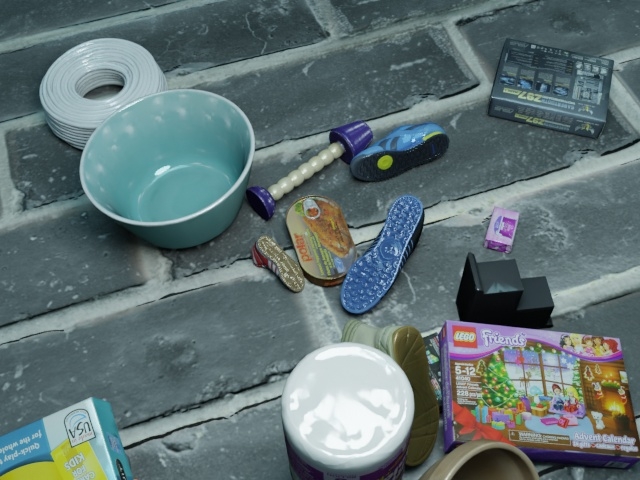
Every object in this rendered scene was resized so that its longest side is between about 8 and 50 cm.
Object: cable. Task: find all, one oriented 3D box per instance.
[{"bbox_3d":[-0.441,-0.301,1.625,0.257,0.089,0.257,-38,63,-22],"label":"cable"}]

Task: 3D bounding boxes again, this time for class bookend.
[{"bbox_3d":[0.313,0.084,1.302,0.156,0.157,0.072,-6,56,-2],"label":"bookend"}]

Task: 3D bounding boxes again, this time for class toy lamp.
[{"bbox_3d":[-0.013,-0.140,1.514,0.274,0.080,0.080,-38,63,-19],"label":"toy lamp"}]

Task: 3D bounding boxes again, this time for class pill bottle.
[{"bbox_3d":[0.037,0.279,1.085,0.169,0.302,0.169,-1,55,2],"label":"pill bottle"}]

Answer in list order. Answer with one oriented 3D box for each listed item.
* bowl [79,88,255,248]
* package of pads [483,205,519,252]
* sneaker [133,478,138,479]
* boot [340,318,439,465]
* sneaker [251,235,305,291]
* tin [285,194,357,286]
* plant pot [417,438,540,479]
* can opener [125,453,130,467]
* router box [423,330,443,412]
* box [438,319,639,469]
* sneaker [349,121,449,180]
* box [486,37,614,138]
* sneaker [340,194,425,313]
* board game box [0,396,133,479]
[{"bbox_3d":[-0.258,-0.109,1.437,0.311,0.163,0.312,-4,56,5],"label":"bowl"},{"bbox_3d":[0.332,-0.020,1.448,0.050,0.032,0.083,15,57,13],"label":"package of pads"},{"bbox_3d":[-0.209,0.401,1.142,0.208,0.081,0.094,15,55,12],"label":"sneaker"},{"bbox_3d":[0.101,0.231,1.235,0.077,0.165,0.213,-11,96,-31],"label":"boot"},{"bbox_3d":[-0.078,0.046,1.413,0.042,0.067,0.118,-40,93,-25],"label":"sneaker"},{"bbox_3d":[0.000,0.000,1.441,0.106,0.040,0.190,-11,56,-11],"label":"tin"},{"bbox_3d":[0.193,0.388,1.094,0.237,0.237,0.109,-48,27,-26],"label":"plant pot"},{"bbox_3d":[-0.429,0.379,1.183,0.283,0.076,0.095,-4,88,-2],"label":"can opener"},{"bbox_3d":[0.174,0.219,1.283,0.092,0.038,0.122,-19,58,-11],"label":"router box"},{"bbox_3d":[0.333,0.237,1.229,0.293,0.057,0.201,6,55,-6],"label":"box"},{"bbox_3d":[0.145,-0.179,1.547,0.209,0.069,0.082,-21,43,-12],"label":"sneaker"},{"bbox_3d":[0.475,-0.316,1.632,0.232,0.059,0.183,14,57,10],"label":"box"},{"bbox_3d":[0.117,0.033,1.396,0.081,0.090,0.232,30,83,19],"label":"sneaker"},{"bbox_3d":[-0.362,0.418,1.062,0.253,0.079,0.336,-24,71,-2],"label":"board game box"}]
